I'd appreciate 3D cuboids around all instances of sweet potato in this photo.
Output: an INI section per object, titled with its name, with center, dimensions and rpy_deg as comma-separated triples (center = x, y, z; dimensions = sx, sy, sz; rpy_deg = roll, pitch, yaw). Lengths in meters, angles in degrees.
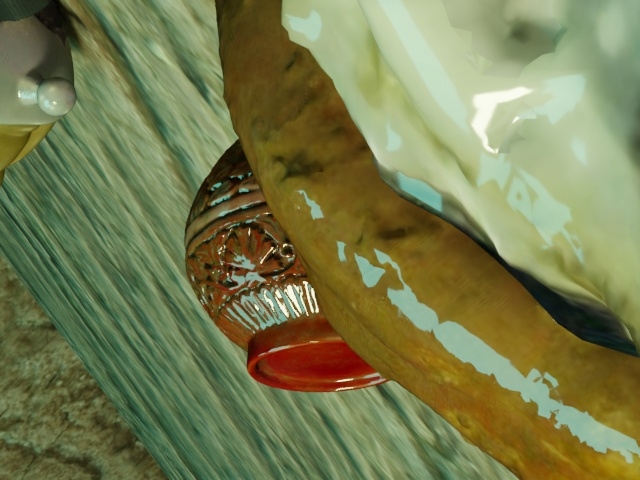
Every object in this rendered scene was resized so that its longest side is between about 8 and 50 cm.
[sweet potato]
center = 0.060, 0.012, 0.475
dimensions = 0.106, 0.095, 0.354
rpy_deg = -6, -132, -53

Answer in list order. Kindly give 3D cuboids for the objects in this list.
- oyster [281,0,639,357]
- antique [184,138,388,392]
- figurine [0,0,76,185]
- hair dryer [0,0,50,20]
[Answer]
[oyster]
center = 0.061, -0.041, 0.300
dimensions = 0.351, 0.115, 0.238
rpy_deg = 46, 177, 43
[antique]
center = 0.000, 0.000, 0.673
dimensions = 0.104, 0.104, 0.104
rpy_deg = 47, 168, 13
[figurine]
center = -0.233, -0.143, 1.077
dimensions = 0.194, 0.133, 0.274
rpy_deg = 21, -145, -37
[hair dryer]
center = -0.129, -0.138, 0.872
dimensions = 0.195, 0.050, 0.173
rpy_deg = 39, 167, 33
